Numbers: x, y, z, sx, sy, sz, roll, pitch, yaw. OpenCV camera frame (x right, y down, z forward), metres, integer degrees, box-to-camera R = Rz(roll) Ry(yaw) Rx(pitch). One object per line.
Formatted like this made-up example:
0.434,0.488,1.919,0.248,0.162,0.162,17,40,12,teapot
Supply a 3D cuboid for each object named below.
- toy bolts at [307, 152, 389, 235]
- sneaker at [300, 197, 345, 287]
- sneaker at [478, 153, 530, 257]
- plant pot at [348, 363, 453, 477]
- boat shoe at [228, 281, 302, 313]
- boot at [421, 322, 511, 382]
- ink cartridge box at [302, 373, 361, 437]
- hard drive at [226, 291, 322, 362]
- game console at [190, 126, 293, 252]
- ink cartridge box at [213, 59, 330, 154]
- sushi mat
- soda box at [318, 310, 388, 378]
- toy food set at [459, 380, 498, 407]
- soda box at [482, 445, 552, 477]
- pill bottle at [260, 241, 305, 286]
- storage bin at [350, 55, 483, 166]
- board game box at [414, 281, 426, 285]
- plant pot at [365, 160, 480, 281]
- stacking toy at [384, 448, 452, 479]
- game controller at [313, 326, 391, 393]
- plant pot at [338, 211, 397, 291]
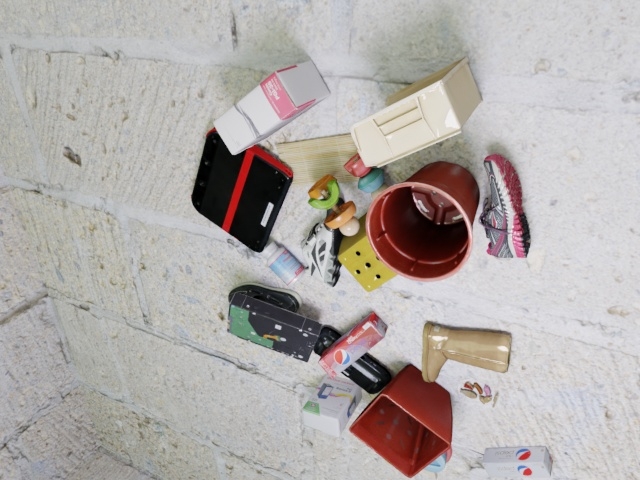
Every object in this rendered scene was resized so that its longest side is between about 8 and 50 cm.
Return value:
0.090,-0.134,1.465,0.228,0.218,0.158,-41,105,0,toy bolts
0.000,0.000,1.628,0.146,0.122,0.331,19,124,18,sneaker
0.470,-0.080,1.309,0.111,0.121,0.299,-4,115,34,sneaker
0.305,0.599,1.726,0.267,0.236,0.267,36,129,8,plant pot
-0.240,0.248,1.919,0.339,0.113,0.127,6,120,27,boat shoe
0.466,0.388,1.605,0.269,0.089,0.236,7,120,26,boot
0.047,0.628,1.910,0.154,0.212,0.093,8,117,27,ink cartridge box
-0.177,0.325,1.842,0.338,0.064,0.237,19,141,2,hard drive
-0.285,-0.176,1.736,0.341,0.060,0.387,33,130,7,game console
-0.143,-0.381,1.434,0.283,0.207,0.117,-24,102,37,ink cartridge box
0.005,-0.245,1.550,0.316,0.019,0.152,-2,117,31,sushi mat
0.113,0.368,1.753,0.083,0.092,0.263,46,112,-1,soda box
0.537,0.511,1.680,0.122,0.019,0.078,23,126,27,toy food set
0.675,0.762,1.708,0.216,0.074,0.069,-21,105,37,soda box
-0.135,0.083,1.779,0.160,0.087,0.087,45,130,-1,pill bottle
0.236,-0.312,1.219,0.260,0.262,0.123,-18,109,36,storage bin
0.317,0.101,1.540,0.090,0.020,0.090,29,136,-31,board game box
0.297,-0.074,1.319,0.272,0.265,0.273,15,124,23,plant pot
0.333,0.833,1.914,0.308,0.130,0.280,14,123,23,stacking toy
0.112,0.457,1.880,0.319,0.067,0.166,36,143,8,game controller
0.177,0.029,1.499,0.212,0.187,0.212,49,129,-3,plant pot
